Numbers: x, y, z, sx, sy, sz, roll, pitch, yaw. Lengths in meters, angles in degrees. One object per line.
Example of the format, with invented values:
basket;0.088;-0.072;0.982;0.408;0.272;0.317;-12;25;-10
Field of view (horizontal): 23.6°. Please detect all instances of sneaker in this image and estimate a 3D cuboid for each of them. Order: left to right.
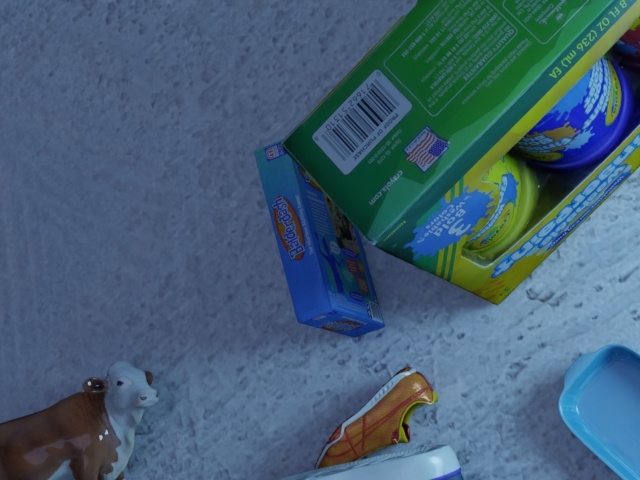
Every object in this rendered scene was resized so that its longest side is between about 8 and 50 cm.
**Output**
sneaker;0.035;0.370;1.695;0.323;0.130;0.236;-17;87;19
sneaker;0.061;0.222;1.762;0.175;0.064;0.067;-45;79;15

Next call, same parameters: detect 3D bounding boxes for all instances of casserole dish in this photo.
casserole dish;0.344;0.196;1.652;0.188;0.037;0.114;43;99;24

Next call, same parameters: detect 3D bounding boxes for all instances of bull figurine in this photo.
bull figurine;-0.316;0.272;1.900;0.310;0.101;0.188;-20;75;20

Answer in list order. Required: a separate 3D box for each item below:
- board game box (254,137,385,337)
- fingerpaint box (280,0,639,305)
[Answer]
board game box;0.000;0.000;1.775;0.047;0.160;0.210;-21;72;20
fingerpaint box;0.233;-0.161;1.581;0.445;0.371;0.163;-45;64;10
